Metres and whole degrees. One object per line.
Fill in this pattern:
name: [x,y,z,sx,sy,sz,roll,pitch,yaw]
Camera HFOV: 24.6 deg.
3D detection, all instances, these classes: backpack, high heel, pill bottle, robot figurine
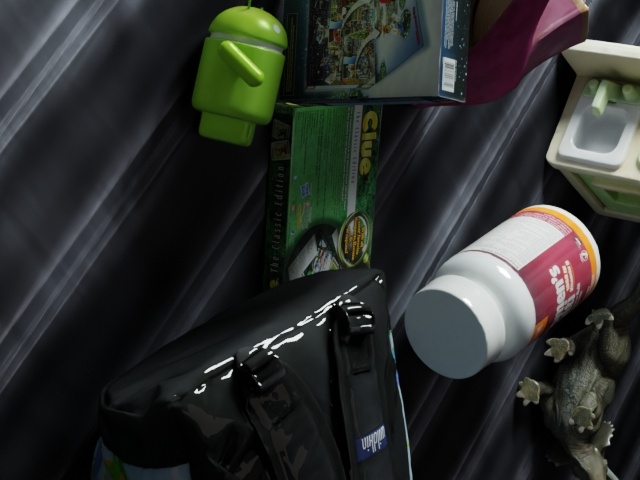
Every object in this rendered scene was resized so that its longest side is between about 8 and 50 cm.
backpack: [-0.043,0.240,1.202,0.290,0.273,0.356,-32,103,-47]
high heel: [0.137,-0.247,1.287,0.181,0.127,0.377,-27,144,-2]
pill bottle: [0.191,0.054,1.536,0.221,0.121,0.121,-31,124,-45]
robot figurine: [-0.065,-0.135,1.180,0.101,0.067,0.115,0,103,-82]

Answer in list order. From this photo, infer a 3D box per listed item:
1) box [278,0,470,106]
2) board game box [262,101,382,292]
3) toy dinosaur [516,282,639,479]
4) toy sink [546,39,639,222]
box: [0.046,-0.228,1.196,0.044,0.159,0.233,4,89,-53]
board game box: [0.000,0.000,1.344,0.136,0.030,0.260,-10,109,-49]
toy dinosaur: [0.324,0.161,1.780,0.160,0.121,0.314,30,71,-65]
toy sink: [0.362,-0.113,1.689,0.234,0.152,0.131,40,69,-52]
